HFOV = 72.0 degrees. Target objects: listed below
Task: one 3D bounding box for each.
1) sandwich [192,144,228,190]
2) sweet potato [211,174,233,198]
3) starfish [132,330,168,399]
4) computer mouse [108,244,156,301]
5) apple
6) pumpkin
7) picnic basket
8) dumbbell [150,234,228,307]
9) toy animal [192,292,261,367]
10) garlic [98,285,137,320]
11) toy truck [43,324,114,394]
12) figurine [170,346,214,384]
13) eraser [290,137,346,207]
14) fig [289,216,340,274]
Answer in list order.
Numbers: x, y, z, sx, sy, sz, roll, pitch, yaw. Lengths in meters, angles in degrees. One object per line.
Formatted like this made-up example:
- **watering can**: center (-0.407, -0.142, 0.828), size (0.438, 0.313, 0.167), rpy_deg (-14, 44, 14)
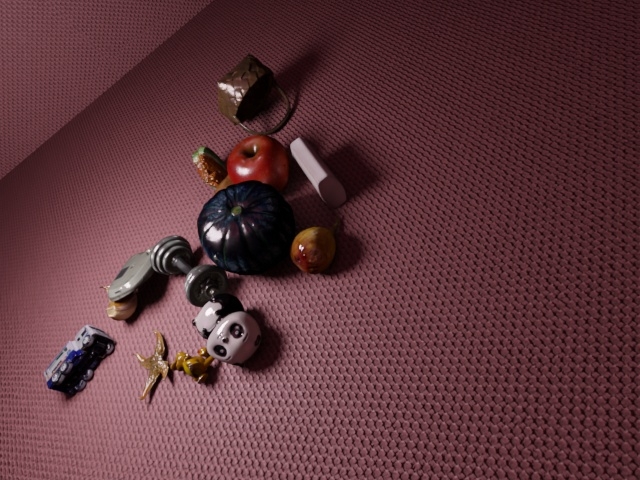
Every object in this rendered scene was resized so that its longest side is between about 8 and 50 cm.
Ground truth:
- **sandwich**: center (-0.505, -0.315, 1.993), size (0.109, 0.185, 0.159), rpy_deg (-17, 51, 27)
- **sweet potato**: center (-0.385, -0.241, 1.929), size (0.096, 0.106, 0.354), rpy_deg (20, 72, 16)
- **starfish**: center (-0.635, 0.464, 1.664), size (0.138, 0.050, 0.247), rpy_deg (-36, 44, 5)
- **computer mouse**: center (-0.765, 0.137, 1.856), size (0.197, 0.095, 0.330), rpy_deg (-24, 28, 22)
- **apple**: center (-0.245, -0.302, 1.820), size (0.261, 0.216, 0.260), rpy_deg (-10, 54, 15)
- **pumpkin**: center (-0.269, -0.049, 1.629), size (0.364, 0.266, 0.362), rpy_deg (-7, 61, 12)
- **picnic basket**: center (-0.293, -0.641, 2.058), size (0.337, 0.337, 0.293), rpy_deg (29, 71, 38)
- **dumbbell**: center (-0.519, 0.115, 1.733), size (0.406, 0.179, 0.179), rpy_deg (29, 77, 38)
- **toy animal**: center (-0.309, 0.309, 1.506), size (0.187, 0.165, 0.235), rpy_deg (-51, 51, 7)
- **garlic**: center (-0.838, 0.265, 1.855), size (0.128, 0.115, 0.207), rpy_deg (-19, 33, -26)
- **toy truck**: center (-0.981, 0.472, 1.791), size (0.155, 0.124, 0.267), rpy_deg (27, 78, 42)
- **figurine**: center (-0.451, 0.427, 1.570), size (0.176, 0.121, 0.122), rpy_deg (2, 33, 39)
- **eraser**: center (-0.011, -0.264, 1.700), size (0.095, 0.174, 0.270), rpy_deg (-36, 51, 7)
- **fig**: center (0.000, 0.000, 1.572), size (0.159, 0.159, 0.257), rpy_deg (14, 49, 34)
